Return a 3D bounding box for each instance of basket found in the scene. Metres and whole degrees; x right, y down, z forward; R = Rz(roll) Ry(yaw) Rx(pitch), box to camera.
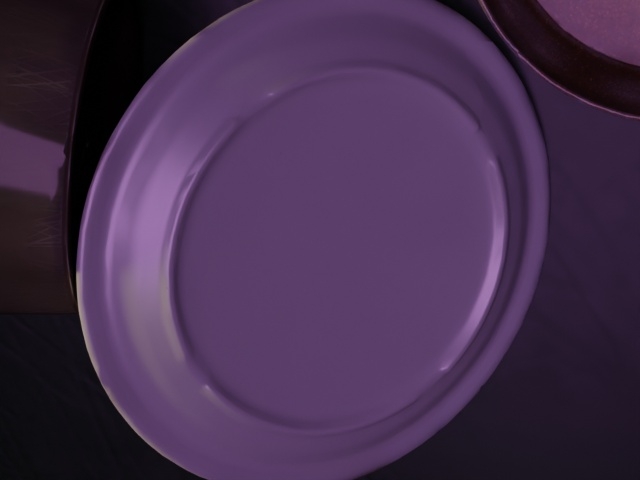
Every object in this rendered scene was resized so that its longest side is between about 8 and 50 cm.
[{"bbox_3d":[-0.191,-0.050,0.564,0.227,0.154,0.204,6,122,3],"label":"basket"}]

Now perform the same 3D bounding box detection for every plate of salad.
[{"bbox_3d":[0.000,0.000,0.572,0.200,0.048,0.199,-8,109,-25],"label":"plate of salad"}]

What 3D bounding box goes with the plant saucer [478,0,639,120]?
[{"bbox_3d":[0.135,-0.127,0.553,0.169,0.029,0.168,2,106,7],"label":"plant saucer"}]
